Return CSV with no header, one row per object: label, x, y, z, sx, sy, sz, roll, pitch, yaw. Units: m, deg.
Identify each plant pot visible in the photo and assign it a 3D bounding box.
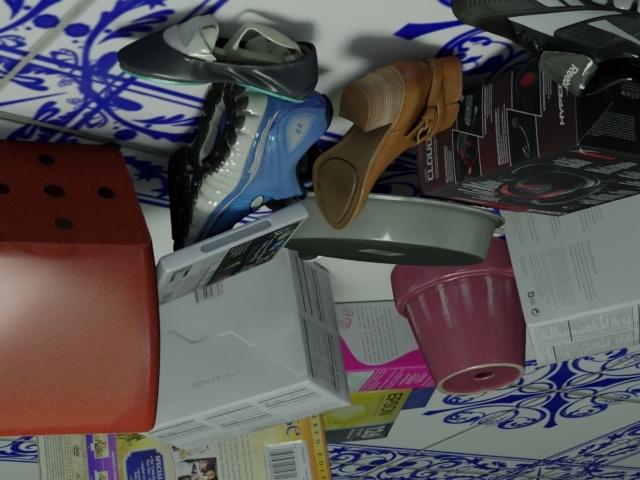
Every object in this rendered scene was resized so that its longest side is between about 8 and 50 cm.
plant pot,0.212,0.116,2.034,0.201,0.180,0.201,-7,156,-3
plant pot,-0.311,0.036,1.551,0.267,0.267,0.235,1,129,-24

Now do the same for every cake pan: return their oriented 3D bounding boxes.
cake pan,0.075,-0.011,1.720,0.293,0.054,0.293,5,173,1

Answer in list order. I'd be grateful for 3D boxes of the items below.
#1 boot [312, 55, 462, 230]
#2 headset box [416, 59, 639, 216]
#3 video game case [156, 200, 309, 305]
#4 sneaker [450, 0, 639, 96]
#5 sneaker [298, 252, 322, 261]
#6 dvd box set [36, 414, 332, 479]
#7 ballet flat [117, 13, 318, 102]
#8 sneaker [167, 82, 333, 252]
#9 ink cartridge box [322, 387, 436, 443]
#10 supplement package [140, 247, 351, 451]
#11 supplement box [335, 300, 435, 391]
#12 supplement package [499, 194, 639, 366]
boot,0.077,-0.105,1.515,0.152,0.073,0.197,-22,145,-39
headset box,0.259,-0.108,1.569,0.218,0.110,0.293,6,166,-32
video game case,-0.113,0.020,1.602,0.173,0.022,0.190,-22,170,-19
sneaker,0.234,-0.192,1.361,0.234,0.106,0.078,12,158,11
sneaker,0.000,0.000,1.884,0.083,0.031,0.035,-28,137,27
dvd box set,-0.205,0.281,2.095,0.421,0.307,0.062,-8,159,-5
ballet flat,-0.094,-0.185,1.386,0.203,0.074,0.074,7,152,-21
sneaker,-0.078,-0.066,1.575,0.147,0.129,0.330,4,153,-23
ink cartridge box,0.070,0.290,2.520,0.307,0.072,0.303,-3,155,-9
supplement package,-0.116,0.151,1.956,0.262,0.204,0.145,-18,154,19
supplement box,0.097,0.162,2.180,0.220,0.111,0.114,-1,156,-17
supplement package,0.385,0.022,1.860,0.263,0.199,0.198,-13,157,8
